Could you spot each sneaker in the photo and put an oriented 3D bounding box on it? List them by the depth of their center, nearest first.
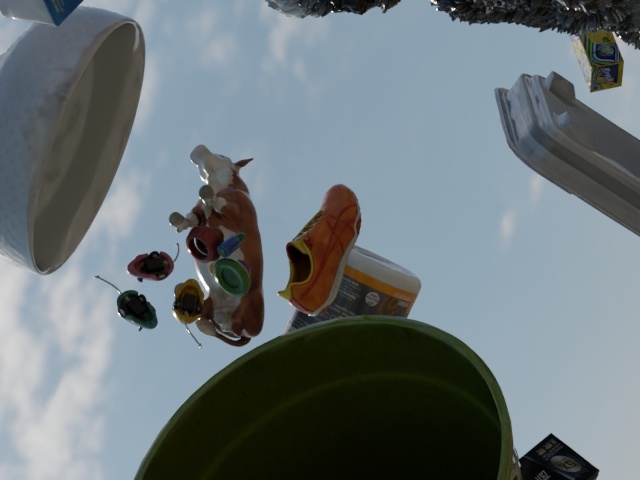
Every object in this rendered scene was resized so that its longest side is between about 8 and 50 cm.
[{"bbox_3d":[0.000,0.000,1.578,0.064,0.067,0.175,-32,32,45],"label":"sneaker"}]

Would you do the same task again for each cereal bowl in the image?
[{"bbox_3d":[-0.342,-0.136,1.730,0.339,0.141,0.339,21,-90,-85],"label":"cereal bowl"}]

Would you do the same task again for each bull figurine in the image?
[{"bbox_3d":[-0.146,0.003,2.068,0.188,0.101,0.310,0,-102,-68],"label":"bull figurine"}]

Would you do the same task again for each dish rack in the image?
[{"bbox_3d":[0.383,-0.099,1.813,0.072,0.333,0.285,-54,12,21],"label":"dish rack"}]

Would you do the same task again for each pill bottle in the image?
[{"bbox_3d":[0.025,0.150,2.096,0.278,0.162,0.162,-66,-20,6],"label":"pill bottle"}]

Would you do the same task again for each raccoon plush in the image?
[{"bbox_3d":[0.202,-0.292,1.473,0.299,0.446,0.216,26,-108,-55],"label":"raccoon plush"}]

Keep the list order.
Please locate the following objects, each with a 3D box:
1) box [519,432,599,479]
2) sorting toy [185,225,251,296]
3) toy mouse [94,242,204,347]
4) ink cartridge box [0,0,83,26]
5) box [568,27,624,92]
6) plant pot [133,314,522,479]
[{"bbox_3d":[0.240,0.344,1.695,0.147,0.077,0.180,-29,-34,-40],"label":"box"},{"bbox_3d":[-0.110,0.015,1.664,0.042,0.102,0.061,-40,-8,-42],"label":"sorting toy"},{"bbox_3d":[-0.222,0.067,1.814,0.031,0.143,0.161,116,159,-52],"label":"toy mouse"},{"bbox_3d":[-0.241,-0.334,1.381,0.231,0.078,0.134,-54,-38,-32],"label":"ink cartridge box"},{"bbox_3d":[0.430,-0.316,2.230,0.059,0.054,0.169,80,179,-51],"label":"box"},{"bbox_3d":[0.055,0.324,1.322,0.366,0.366,0.353,-58,-44,-32],"label":"plant pot"}]
